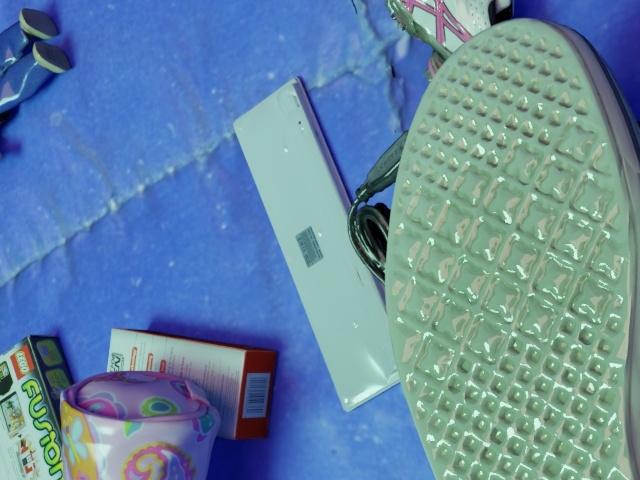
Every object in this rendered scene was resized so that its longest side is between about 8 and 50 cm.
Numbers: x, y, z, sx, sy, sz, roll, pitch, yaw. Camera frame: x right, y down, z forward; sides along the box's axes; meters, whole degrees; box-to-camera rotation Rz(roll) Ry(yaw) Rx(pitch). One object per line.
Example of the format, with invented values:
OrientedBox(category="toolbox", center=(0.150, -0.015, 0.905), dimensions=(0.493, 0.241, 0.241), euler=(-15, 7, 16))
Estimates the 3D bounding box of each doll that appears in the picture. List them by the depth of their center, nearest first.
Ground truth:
OrientedBox(category="doll", center=(-0.305, -0.122, 1.406), dimensions=(0.189, 0.046, 0.129), euler=(-36, 64, 27))

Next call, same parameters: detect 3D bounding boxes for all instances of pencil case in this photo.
OrientedBox(category="pencil case", center=(-0.140, 0.243, 1.179), dimensions=(0.124, 0.124, 0.284), euler=(12, 105, 36))

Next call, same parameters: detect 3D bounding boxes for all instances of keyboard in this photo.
OrientedBox(category="keyboard", center=(0.000, 0.000, 1.193), dimensions=(0.072, 0.014, 0.256), euler=(-36, 65, 34))

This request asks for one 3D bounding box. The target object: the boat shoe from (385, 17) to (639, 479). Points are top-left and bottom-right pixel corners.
OrientedBox(category="boat shoe", center=(0.166, 0.110, 0.939), dimensions=(0.187, 0.156, 0.500), euler=(-22, 74, 32))

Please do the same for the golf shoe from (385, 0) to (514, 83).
OrientedBox(category="golf shoe", center=(0.097, -0.165, 1.108), dimensions=(0.086, 0.067, 0.186), euler=(-35, 76, 22))

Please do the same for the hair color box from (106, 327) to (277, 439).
OrientedBox(category="hair color box", center=(-0.104, 0.112, 1.236), dimensions=(0.141, 0.043, 0.072), euler=(7, 90, 36))

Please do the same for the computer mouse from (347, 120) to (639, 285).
OrientedBox(category="computer mouse", center=(0.137, -0.022, 1.059), dimensions=(0.262, 0.060, 0.184), euler=(-43, 74, 36))

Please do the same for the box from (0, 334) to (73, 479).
OrientedBox(category="box", center=(-0.240, 0.197, 1.331), dimensions=(0.114, 0.036, 0.207), euler=(-34, 66, 29))
